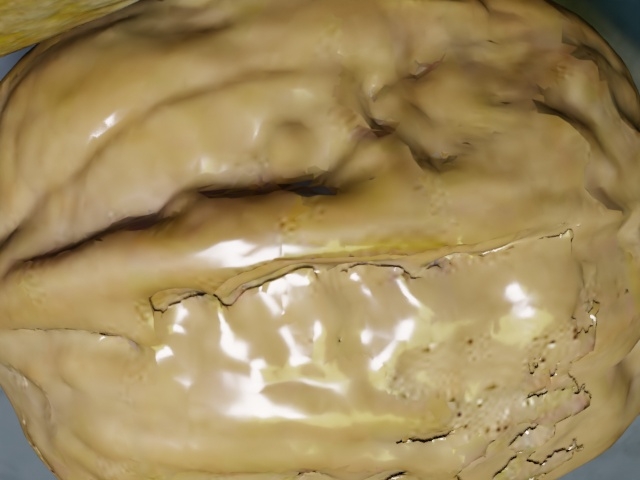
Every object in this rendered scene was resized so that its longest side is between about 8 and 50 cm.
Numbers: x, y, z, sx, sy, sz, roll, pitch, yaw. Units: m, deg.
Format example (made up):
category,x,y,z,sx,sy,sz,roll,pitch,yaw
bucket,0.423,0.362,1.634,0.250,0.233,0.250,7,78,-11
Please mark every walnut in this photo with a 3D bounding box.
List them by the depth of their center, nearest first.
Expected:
category,x,y,z,sx,sy,sz,roll,pitch,yaw
walnut,0.000,0.000,0.643,0.245,0.198,0.198,-11,122,-9

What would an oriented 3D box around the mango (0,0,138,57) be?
category,x,y,z,sx,sy,sz,roll,pitch,yaw
mango,-0.040,-0.167,0.539,0.329,0.176,0.175,-36,135,7
